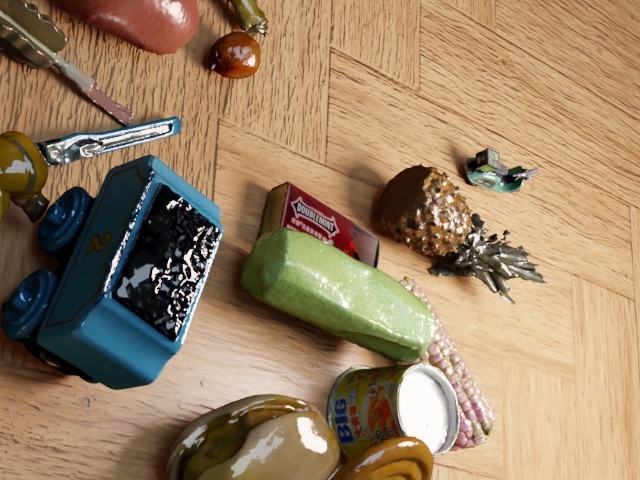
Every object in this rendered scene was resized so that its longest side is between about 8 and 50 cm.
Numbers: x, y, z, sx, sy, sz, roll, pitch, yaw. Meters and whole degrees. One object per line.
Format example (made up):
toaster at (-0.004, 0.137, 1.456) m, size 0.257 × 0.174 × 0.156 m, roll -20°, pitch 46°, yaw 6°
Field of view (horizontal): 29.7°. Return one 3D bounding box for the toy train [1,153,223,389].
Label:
toy train at (-0.279, 0.043, 1.660) m, size 0.188 × 0.265 × 0.300 m, roll 39°, pitch 53°, yaw -33°

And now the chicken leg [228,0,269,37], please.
chicken leg at (-0.163, -0.449, 2.090) m, size 0.103 × 0.088 × 0.227 m, roll -38°, pitch 110°, yaw -55°

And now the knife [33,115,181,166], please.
knife at (-0.321, -0.156, 1.855) m, size 0.297 × 0.026 × 0.044 m, roll -21°, pitch 117°, yaw -46°

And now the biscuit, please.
biscuit at (0.080, 0.419, 1.923) m, size 0.262 × 0.262 × 0.037 m, roll 1°, pitch 34°, yaw -45°

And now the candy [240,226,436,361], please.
candy at (0.028, 0.098, 2.008) m, size 0.344 × 0.142 × 0.132 m, roll 27°, pitch 35°, yaw -25°

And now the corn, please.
corn at (0.199, 0.226, 2.177) m, size 0.127 × 0.127 × 0.335 m, roll -34°, pitch 96°, yaw -46°

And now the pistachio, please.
pistachio at (-0.098, 0.331, 1.825) m, size 0.288 × 0.166 × 0.197 m, roll -12°, pitch 124°, yaw -33°

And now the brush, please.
brush at (-0.391, -0.266, 1.815) m, size 0.301 × 0.071 × 0.084 m, roll 40°, pitch 67°, yaw -39°

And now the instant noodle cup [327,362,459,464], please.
instant noodle cup at (0.134, 0.302, 2.061) m, size 0.205 × 0.153 × 0.204 m, roll 17°, pitch 66°, yaw -42°

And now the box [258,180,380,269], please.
box at (0.000, 0.000, 2.096) m, size 0.224 × 0.069 × 0.120 m, roll 32°, pitch 55°, yaw -32°

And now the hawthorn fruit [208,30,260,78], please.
hawthorn fruit at (-0.150, -0.312, 2.050) m, size 0.093 × 0.081 × 0.081 m, roll -17°, pitch 88°, yaw -46°

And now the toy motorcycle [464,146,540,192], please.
toy motorcycle at (0.369, -0.137, 2.486) m, size 0.173 × 0.100 × 0.058 m, roll 18°, pitch 63°, yaw -38°

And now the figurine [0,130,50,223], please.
figurine at (-0.474, -0.071, 1.581) m, size 0.192 × 0.167 × 0.257 m, roll 52°, pitch 43°, yaw 0°

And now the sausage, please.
sausage at (-0.300, -0.387, 1.885) m, size 0.254 × 0.148 × 0.148 m, roll 16°, pitch 65°, yaw -42°

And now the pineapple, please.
pineapple at (0.267, 0.005, 2.295) m, size 0.364 × 0.166 × 0.165 m, roll 38°, pitch 52°, yaw -32°
